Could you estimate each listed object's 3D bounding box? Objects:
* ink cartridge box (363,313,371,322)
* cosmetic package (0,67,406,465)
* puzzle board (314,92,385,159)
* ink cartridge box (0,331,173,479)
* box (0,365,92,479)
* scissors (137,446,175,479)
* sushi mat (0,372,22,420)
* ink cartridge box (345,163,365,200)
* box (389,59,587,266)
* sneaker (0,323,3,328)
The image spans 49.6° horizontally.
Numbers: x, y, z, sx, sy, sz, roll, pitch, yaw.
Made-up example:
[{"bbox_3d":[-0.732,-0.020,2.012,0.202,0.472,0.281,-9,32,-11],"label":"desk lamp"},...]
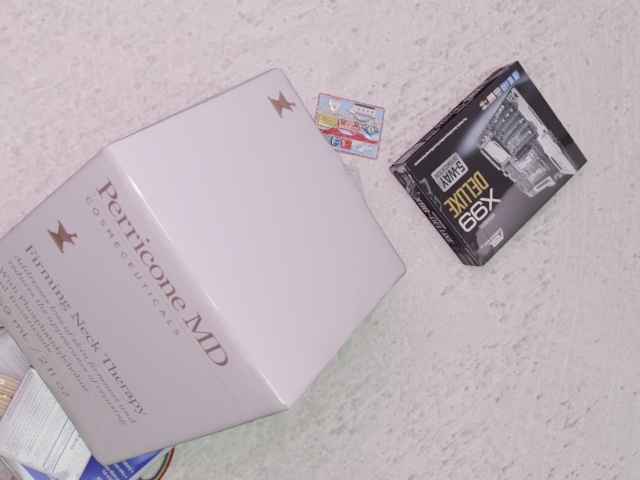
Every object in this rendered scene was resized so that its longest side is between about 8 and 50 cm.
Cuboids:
[{"bbox_3d":[0.047,0.082,1.190,0.061,0.104,0.181,8,89,-18],"label":"ink cartridge box"},{"bbox_3d":[-0.173,0.039,0.915,0.329,0.393,0.327,57,40,-7],"label":"cosmetic package"},{"bbox_3d":[0.051,-0.205,1.240,0.128,0.011,0.097,10,87,-17],"label":"puzzle board"},{"bbox_3d":[-0.395,0.264,1.068,0.307,0.072,0.304,-40,98,-10],"label":"ink cartridge box"},{"bbox_3d":[-0.382,0.262,1.000,0.137,0.072,0.126,28,82,-11],"label":"box"},{"bbox_3d":[-0.257,0.259,1.144,0.109,0.021,0.297,26,82,-13],"label":"scissors"},{"bbox_3d":[-0.591,0.202,0.940,0.316,0.019,0.152,30,81,-26],"label":"sushi mat"},{"bbox_3d":[0.000,0.000,1.111,0.093,0.154,0.213,7,65,-44],"label":"ink cartridge box"},{"bbox_3d":[0.315,-0.141,1.287,0.307,0.076,0.242,-42,102,-13],"label":"box"},{"bbox_3d":[-0.458,0.078,1.059,0.052,0.058,0.135,40,80,-13],"label":"sneaker"}]
